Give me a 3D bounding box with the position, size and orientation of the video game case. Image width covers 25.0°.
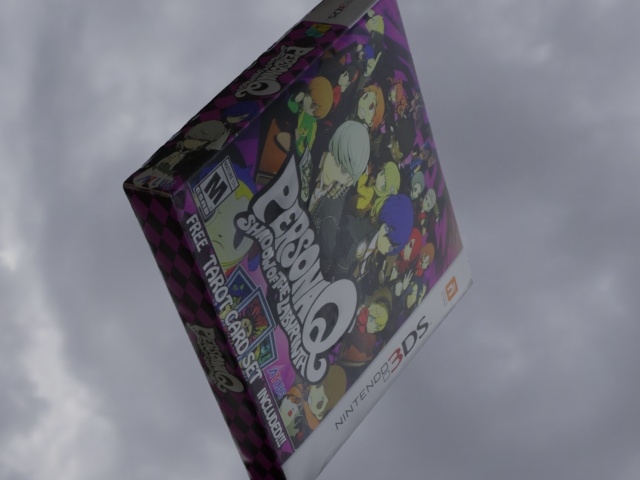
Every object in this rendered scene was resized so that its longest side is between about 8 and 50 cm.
[{"bbox_3d":[0.000,0.000,0.841,0.042,0.210,0.232,12,-45,36],"label":"video game case"}]
